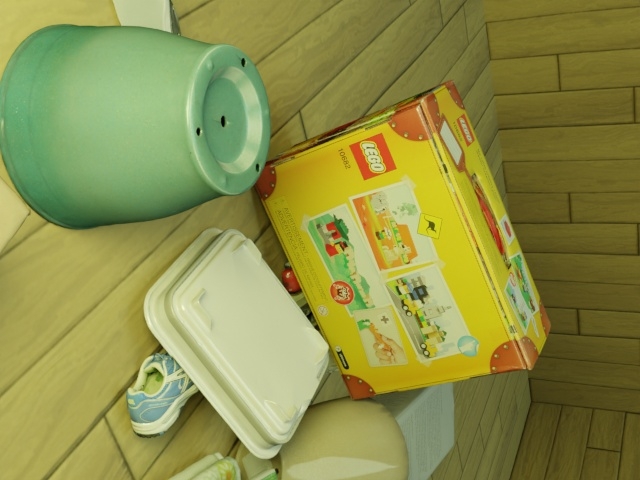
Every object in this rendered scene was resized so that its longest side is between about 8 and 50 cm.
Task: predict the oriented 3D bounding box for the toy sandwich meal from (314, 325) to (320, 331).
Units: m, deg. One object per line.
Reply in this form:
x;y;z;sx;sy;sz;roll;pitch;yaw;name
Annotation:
-0.015;0.158;1.644;0.085;0.029;0.085;-38;135;-51;toy sandwich meal

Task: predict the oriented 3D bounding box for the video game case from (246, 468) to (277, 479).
-0.108;0.464;1.143;0.212;0.023;0.193;-7;83;-61;video game case

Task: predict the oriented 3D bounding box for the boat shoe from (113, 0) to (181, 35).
-0.239;-0.314;1.133;0.076;0.080;0.228;-79;156;-66;boat shoe

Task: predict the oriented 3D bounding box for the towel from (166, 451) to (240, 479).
-0.232;0.534;1.171;0.374;0.090;0.320;-18;104;-62;towel

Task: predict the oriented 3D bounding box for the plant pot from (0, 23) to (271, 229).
-0.213;-0.149;0.984;0.271;0.255;0.272;-3;93;-63;plant pot

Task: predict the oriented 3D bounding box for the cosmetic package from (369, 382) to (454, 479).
0.189;0.470;1.912;0.453;0.161;0.230;-16;105;-62;cosmetic package

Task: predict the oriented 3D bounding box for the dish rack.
-0.108;0.148;1.251;0.333;0.072;0.285;55;32;-14;dish rack

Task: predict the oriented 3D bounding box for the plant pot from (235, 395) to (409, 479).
-0.019;0.420;1.453;0.274;0.256;0.256;12;80;-46;plant pot

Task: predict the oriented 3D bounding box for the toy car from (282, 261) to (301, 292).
0.000;0.000;1.635;0.239;0.053;0.225;9;84;-63;toy car

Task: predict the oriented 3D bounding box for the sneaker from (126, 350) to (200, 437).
-0.219;0.198;1.181;0.211;0.080;0.081;-59;144;-46;sneaker

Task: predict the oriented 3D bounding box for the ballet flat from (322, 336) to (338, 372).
0.022;0.246;1.666;0.241;0.077;0.091;-2;95;-63;ballet flat

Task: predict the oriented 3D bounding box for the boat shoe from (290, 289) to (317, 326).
-0.032;0.140;1.529;0.073;0.080;0.223;53;31;13;boat shoe

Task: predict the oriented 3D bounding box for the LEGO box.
0.151;0.014;1.443;0.193;0.372;0.500;-39;109;-56;LEGO box

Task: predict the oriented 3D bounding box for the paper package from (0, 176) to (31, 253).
-0.450;-0.018;0.620;0.325;0.168;0.309;63;38;-45;paper package
